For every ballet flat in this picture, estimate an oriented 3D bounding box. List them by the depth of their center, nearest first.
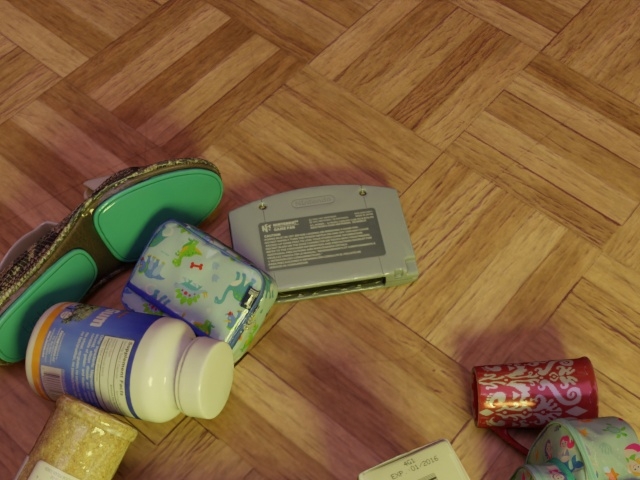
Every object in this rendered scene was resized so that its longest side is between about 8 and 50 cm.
[{"bbox_3d":[-0.386,-0.001,1.414,0.483,0.164,0.182,-42,47,-22],"label":"ballet flat"}]

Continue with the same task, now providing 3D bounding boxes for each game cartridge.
[{"bbox_3d":[0.000,0.000,1.466,0.297,0.062,0.198,-8,54,-6],"label":"game cartridge"}]

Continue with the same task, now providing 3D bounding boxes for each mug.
[{"bbox_3d":[0.313,0.245,1.282,0.169,0.113,0.150,-1,56,2],"label":"mug"}]

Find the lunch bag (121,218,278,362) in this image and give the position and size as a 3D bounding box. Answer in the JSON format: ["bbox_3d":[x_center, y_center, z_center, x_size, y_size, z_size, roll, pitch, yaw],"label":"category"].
[{"bbox_3d":[-0.191,0.084,1.361,0.219,0.090,0.176,33,91,19],"label":"lunch bag"}]

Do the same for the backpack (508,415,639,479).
[{"bbox_3d":[0.347,0.363,1.141,0.191,0.225,0.253,2,53,-6],"label":"backpack"}]

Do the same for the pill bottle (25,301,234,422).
[{"bbox_3d":[-0.270,0.179,1.258,0.272,0.152,0.152,6,57,18],"label":"pill bottle"}]

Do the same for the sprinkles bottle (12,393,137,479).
[{"bbox_3d":[-0.371,0.383,1.128,0.121,0.121,0.355,23,74,13],"label":"sprinkles bottle"}]

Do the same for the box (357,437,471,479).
[{"bbox_3d":[0.127,0.377,1.119,0.127,0.232,0.148,-20,60,-13],"label":"box"}]
